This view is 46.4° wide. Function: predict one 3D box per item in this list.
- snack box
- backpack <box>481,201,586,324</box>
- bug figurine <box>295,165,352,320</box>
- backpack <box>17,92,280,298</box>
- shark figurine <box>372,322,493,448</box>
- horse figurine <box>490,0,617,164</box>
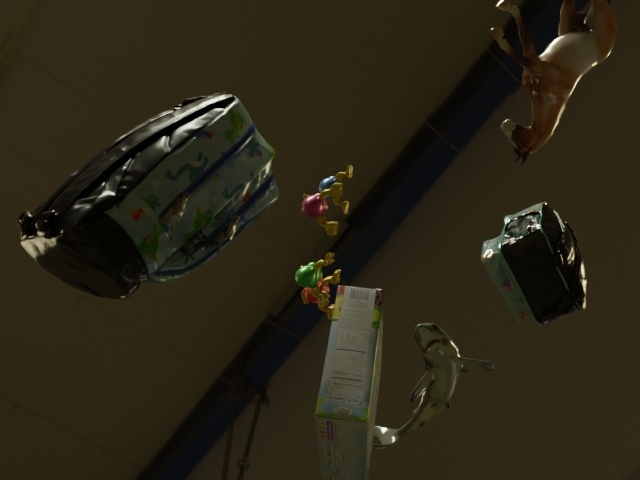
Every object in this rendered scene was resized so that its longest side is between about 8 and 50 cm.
[{"bbox_3d":[0.042,0.194,0.988,0.070,0.207,0.175,4,-45,7],"label":"snack box"},{"bbox_3d":[0.351,0.032,1.217,0.144,0.188,0.166,-26,-75,34],"label":"backpack"},{"bbox_3d":[0.000,0.000,1.305,0.072,0.216,0.279,8,-89,9],"label":"bug figurine"},{"bbox_3d":[-0.231,-0.071,1.122,0.273,0.356,0.290,42,-26,-26],"label":"backpack"},{"bbox_3d":[0.177,0.239,1.276,0.166,0.116,0.278,7,-59,-23],"label":"shark figurine"},{"bbox_3d":[0.286,-0.241,0.889,0.263,0.066,0.174,-50,-60,-19],"label":"horse figurine"}]
